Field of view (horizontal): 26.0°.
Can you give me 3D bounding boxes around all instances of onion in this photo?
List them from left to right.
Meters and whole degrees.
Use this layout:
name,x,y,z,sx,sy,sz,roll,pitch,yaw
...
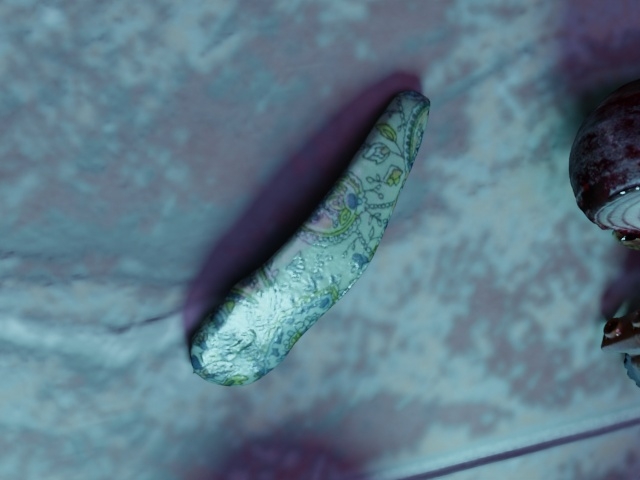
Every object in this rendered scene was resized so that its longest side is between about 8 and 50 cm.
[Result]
name,x,y,z,sx,sy,sz,roll,pitch,yaw
onion,0.248,-0.060,0.916,0.206,0.151,0.098,0,68,-29

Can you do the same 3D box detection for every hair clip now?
name,x,y,z,sx,sy,sz,roll,pitch,yaw
hair clip,0.001,0.001,0.870,0.066,0.036,0.229,38,88,-30

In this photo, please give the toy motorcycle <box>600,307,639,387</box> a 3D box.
name,x,y,z,sx,sy,sz,roll,pitch,yaw
toy motorcycle,0.273,0.044,0.907,0.118,0.212,0.084,39,49,-21
